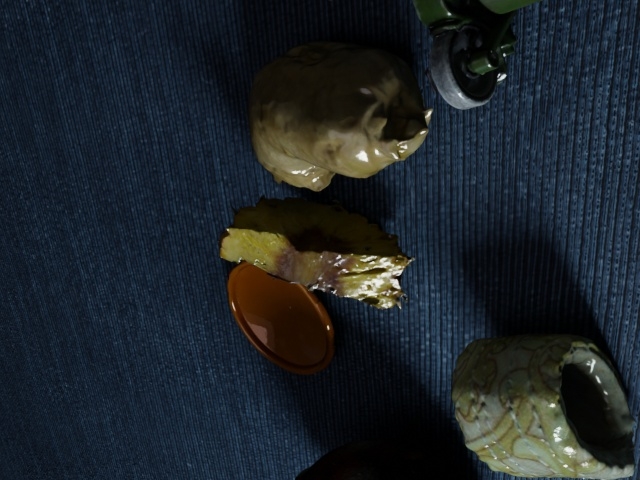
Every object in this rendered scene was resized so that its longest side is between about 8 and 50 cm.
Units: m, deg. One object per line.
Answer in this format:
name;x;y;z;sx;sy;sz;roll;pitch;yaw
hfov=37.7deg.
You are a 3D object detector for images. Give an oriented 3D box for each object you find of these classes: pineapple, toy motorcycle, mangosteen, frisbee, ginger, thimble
pineapple;0.000;0.001;1.120;0.233;0.135;0.079;16;111;1
toy motorcycle;0.148;-0.263;0.796;0.205;0.127;0.275;-10;104;46
mangosteen;0.077;0.397;1.223;0.311;0.311;0.311;24;133;29
frisbee;-0.051;0.101;1.309;0.192;0.035;0.192;25;134;30
ginger;0.011;-0.137;1.003;0.152;0.138;0.267;52;155;-22
thimble;0.245;0.187;1.016;0.143;0.137;0.190;-16;121;46
